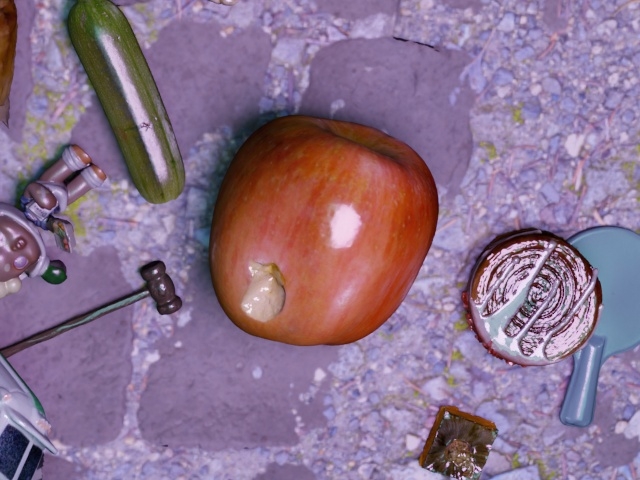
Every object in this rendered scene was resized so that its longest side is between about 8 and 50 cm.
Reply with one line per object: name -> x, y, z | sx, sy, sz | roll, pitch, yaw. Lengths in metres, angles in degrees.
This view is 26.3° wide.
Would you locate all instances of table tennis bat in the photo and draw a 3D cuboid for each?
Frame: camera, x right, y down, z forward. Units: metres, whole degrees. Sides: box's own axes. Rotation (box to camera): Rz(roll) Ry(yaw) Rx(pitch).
table tennis bat -> 0.325, 0.103, 1.617 | 0.153, 0.040, 0.244 | 9, 98, -9

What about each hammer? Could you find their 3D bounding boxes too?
hammer -> -0.294, 0.104, 1.494 | 0.292, 0.029, 0.058 | -23, 105, -4

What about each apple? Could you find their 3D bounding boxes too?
apple -> 0.000, 0.000, 1.419 | 0.242, 0.242, 0.241 | 15, 107, -15

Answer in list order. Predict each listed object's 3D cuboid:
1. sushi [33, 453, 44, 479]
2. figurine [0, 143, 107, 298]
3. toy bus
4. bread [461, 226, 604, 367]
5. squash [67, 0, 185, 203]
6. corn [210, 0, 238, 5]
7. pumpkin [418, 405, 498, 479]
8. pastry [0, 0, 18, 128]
sushi -> -0.422, 0.331, 1.507 | 0.219, 0.047, 0.231 | 5, 102, -13
figurine -> -0.308, -0.015, 1.424 | 0.197, 0.093, 0.147 | -40, 118, -1
toy bus -> -0.385, 0.159, 1.360 | 0.165, 0.276, 0.133 | -42, 152, -9
bread -> 0.241, 0.068, 1.558 | 0.160, 0.073, 0.160 | 0, 98, -3
squash -> -0.200, -0.147, 1.431 | 0.066, 0.066, 0.229 | -22, 107, -6
corn -> -0.204, -0.347, 1.351 | 0.335, 0.126, 0.126 | 23, 98, -16
pumpkin -> 0.161, 0.242, 1.607 | 0.074, 0.054, 0.083 | 18, 104, -11
pastry -> -0.446, -0.220, 1.323 | 0.330, 0.136, 0.329 | -3, 105, -11
